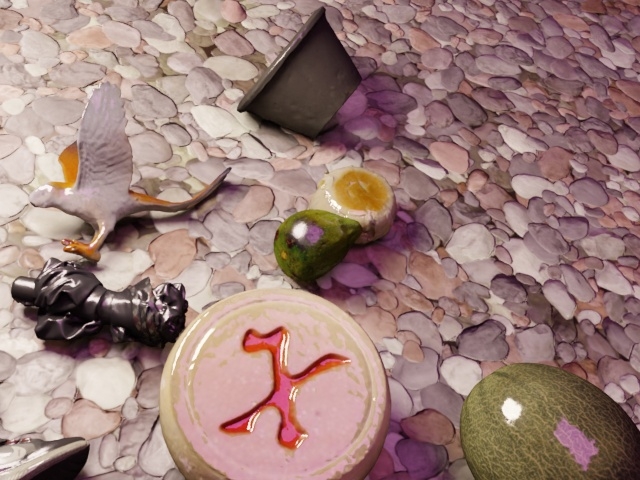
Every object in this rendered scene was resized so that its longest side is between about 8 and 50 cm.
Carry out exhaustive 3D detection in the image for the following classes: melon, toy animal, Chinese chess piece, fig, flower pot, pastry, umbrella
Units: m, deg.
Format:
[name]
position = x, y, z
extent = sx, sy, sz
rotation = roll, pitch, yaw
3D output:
[melon]
position = 0.344, 0.315, 1.228
extent = 0.237, 0.237, 0.302
rotation = -27, 62, -33
[toy animal]
position = -0.339, -0.073, 1.470
extent = 0.284, 0.225, 0.302
rotation = 31, 60, -17
[Chinese chess piece]
position = -0.065, 0.233, 1.222
extent = 0.338, 0.140, 0.338
rotation = 5, 59, -8
[fig]
position = 0.000, 0.000, 1.474
extent = 0.156, 0.123, 0.123
rotation = -19, 58, -32
[flower pot]
position = -0.028, -0.313, 1.677
extent = 0.166, 0.269, 0.269
rotation = 41, 48, -11
[pastry]
position = 0.062, -0.065, 1.570
extent = 0.165, 0.088, 0.166
rotation = 7, 48, -8
[umbrella]
position = -0.344, 0.103, 1.305
extent = 0.272, 0.122, 0.110
rotation = 11, 5, -2

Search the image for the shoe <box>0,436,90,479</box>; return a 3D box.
[shoe]
position = -0.427, 0.307, 1.117
extent = 0.227, 0.099, 0.112
rotation = -26, 55, -31
